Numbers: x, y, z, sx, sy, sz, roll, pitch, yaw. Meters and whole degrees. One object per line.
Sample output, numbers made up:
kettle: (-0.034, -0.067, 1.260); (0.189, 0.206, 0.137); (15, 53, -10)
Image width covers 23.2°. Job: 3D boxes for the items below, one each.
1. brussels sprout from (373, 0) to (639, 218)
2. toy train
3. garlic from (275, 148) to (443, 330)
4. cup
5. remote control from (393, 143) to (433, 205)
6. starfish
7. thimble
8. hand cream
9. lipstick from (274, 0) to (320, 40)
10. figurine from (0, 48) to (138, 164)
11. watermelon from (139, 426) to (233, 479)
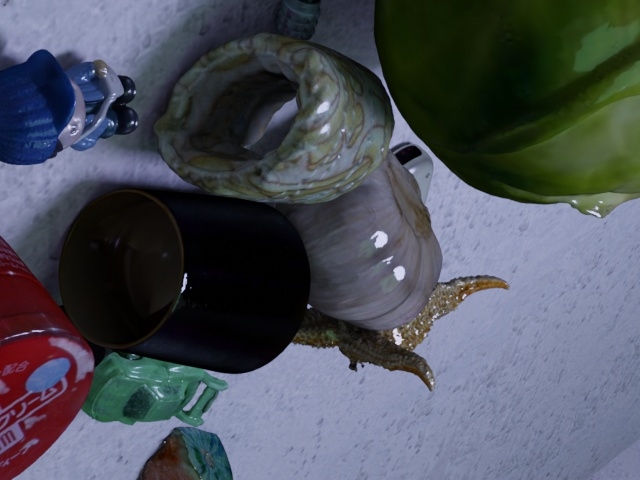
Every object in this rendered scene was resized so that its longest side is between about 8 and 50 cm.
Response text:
brussels sprout: (0.221, -0.210, 1.331); (0.361, 0.342, 0.425); (-36, 144, -36)
toy train: (-0.175, 0.150, 1.594); (0.099, 0.081, 0.149); (-54, 155, 21)
garlic: (0.000, 0.000, 1.552); (0.212, 0.219, 0.218); (-21, 162, 18)
cup: (-0.145, 0.063, 1.409); (0.239, 0.166, 0.177); (-54, 151, 15)
remote control: (0.084, -0.023, 1.776); (0.078, 0.042, 0.221); (-30, 152, -27)
starfish: (0.045, 0.083, 1.687); (0.293, 0.301, 0.084); (-33, 118, -55)
thimble: (-0.044, -0.099, 1.344); (0.190, 0.137, 0.143); (-14, 172, 29)
hand cream: (-0.308, 0.101, 1.230); (0.230, 0.149, 0.230); (-35, 156, -18)
lipstick: (-0.007, -0.228, 1.329); (0.037, 0.037, 0.116); (-19, 140, -44)
figurine: (-0.198, -0.103, 1.182); (0.149, 0.087, 0.086); (-20, 110, -65)
watermelon: (-0.144, 0.315, 1.895); (0.146, 0.128, 0.231); (-42, 161, -55)
